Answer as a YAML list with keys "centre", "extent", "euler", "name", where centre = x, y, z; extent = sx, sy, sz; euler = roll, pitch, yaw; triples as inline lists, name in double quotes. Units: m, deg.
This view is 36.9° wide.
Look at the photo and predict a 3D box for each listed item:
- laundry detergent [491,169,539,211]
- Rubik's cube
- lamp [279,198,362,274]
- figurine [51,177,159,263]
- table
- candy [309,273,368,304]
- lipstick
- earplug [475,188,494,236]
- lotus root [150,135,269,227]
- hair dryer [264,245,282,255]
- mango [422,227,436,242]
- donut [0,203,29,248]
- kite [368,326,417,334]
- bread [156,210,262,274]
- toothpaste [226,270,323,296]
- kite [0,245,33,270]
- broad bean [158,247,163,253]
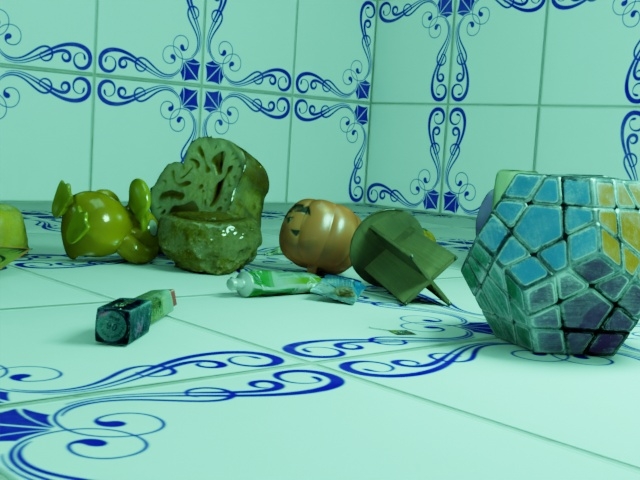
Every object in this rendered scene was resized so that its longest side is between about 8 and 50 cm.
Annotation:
- centre: [0.463, -0.041, 2.281]
  extent: [0.091, 0.253, 0.181]
  euler: [6, 7, 26]
  name: "laundry detergent"
- centre: [0.377, 0.031, 1.472]
  extent: [0.319, 0.319, 0.264]
  euler: [8, -19, 35]
  name: "Rubik's cube"
- centre: [0.000, 0.000, 2.102]
  extent: [0.188, 0.163, 0.187]
  euler: [14, -16, 4]
  name: "lamp"
- centre: [-0.463, -0.035, 2.108]
  extent: [0.228, 0.215, 0.215]
  euler: [-13, 13, -29]
  name: "figurine"
- centre: [0.171, 0.045, 1.864]
  extent: [0.167, 0.167, 0.227]
  euler: [2, 15, -18]
  name: "table"
- centre: [0.035, 0.093, 1.804]
  extent: [0.088, 0.038, 0.136]
  euler: [18, 16, 11]
  name: "candy"
- centre: [-0.263, 0.102, 1.438]
  extent: [0.051, 0.051, 0.312]
  euler: [3, 5, 6]
  name: "lipstick"
- centre: [0.610, -0.012, 2.389]
  extent: [0.215, 0.215, 0.456]
  euler: [0, 10, -33]
  name: "earplug"
- centre: [-0.287, -0.126, 2.584]
  extent: [0.316, 0.316, 0.250]
  euler: [7, -9, 28]
  name: "lotus root"
- centre: [-0.092, 0.017, 2.501]
  extent: [0.199, 0.067, 0.167]
  euler: [-16, 6, -29]
  name: "hair dryer"
- centre: [0.193, 0.021, 2.261]
  extent: [0.125, 0.111, 0.233]
  euler: [14, -11, -22]
  name: "mango"
- centre: [-0.777, -0.026, 2.096]
  extent: [0.278, 0.108, 0.277]
  euler: [4, 7, 0]
  name: "donut"
- centre: [0.117, 0.142, 1.517]
  extent: [0.044, 0.002, 0.078]
  euler: [-2, 8, -43]
  name: "kite"
- centre: [-0.239, 0.005, 2.073]
  extent: [0.230, 0.122, 0.230]
  euler: [6, 7, -1]
  name: "bread"
- centre: [-0.075, 0.081, 1.810]
  extent: [0.248, 0.046, 0.078]
  euler: [1, 18, -45]
  name: "toothpaste"
- centre: [-0.710, 0.035, 1.842]
  extent: [0.328, 0.013, 0.378]
  euler: [-7, 16, -39]
  name: "kite"
- centre: [-0.347, 0.009, 2.250]
  extent: [0.339, 0.061, 0.077]
  euler: [6, -5, 25]
  name: "broad bean"
